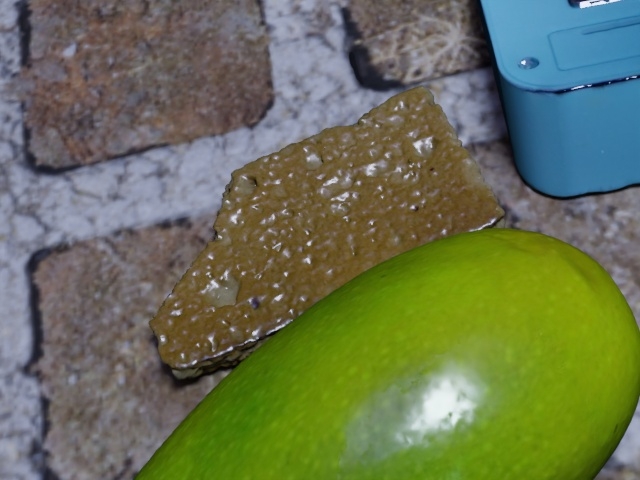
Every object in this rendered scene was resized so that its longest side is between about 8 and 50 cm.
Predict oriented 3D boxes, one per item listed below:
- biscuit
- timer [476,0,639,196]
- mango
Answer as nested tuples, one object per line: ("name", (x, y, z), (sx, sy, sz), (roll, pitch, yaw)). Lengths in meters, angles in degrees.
("biscuit", (-0.008, -0.006, 0.822), (0.237, 0.026, 0.131), (-26, 55, -3))
("timer", (0.225, -0.159, 0.855), (0.232, 0.091, 0.250), (-10, 45, 7))
("mango", (0.015, 0.118, 0.648), (0.343, 0.192, 0.156), (-36, 98, -9))
